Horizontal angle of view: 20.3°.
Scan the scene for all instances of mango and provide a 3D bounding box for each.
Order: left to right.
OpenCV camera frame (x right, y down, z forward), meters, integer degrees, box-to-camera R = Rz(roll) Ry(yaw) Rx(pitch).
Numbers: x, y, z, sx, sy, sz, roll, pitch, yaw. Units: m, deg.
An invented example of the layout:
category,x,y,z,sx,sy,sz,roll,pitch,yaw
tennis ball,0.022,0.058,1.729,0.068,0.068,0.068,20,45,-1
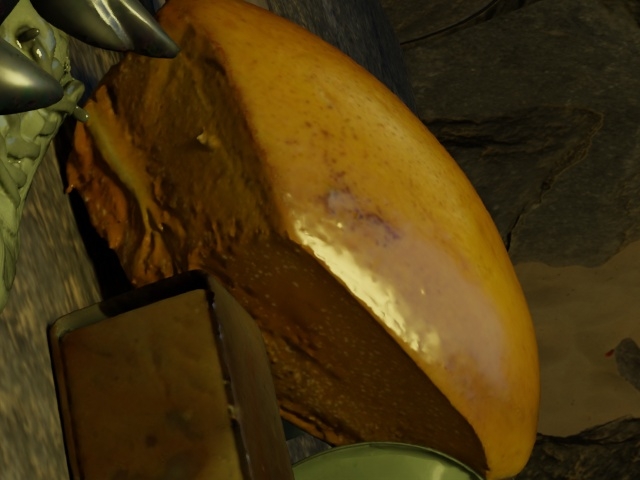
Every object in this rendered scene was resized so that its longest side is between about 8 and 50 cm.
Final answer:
category,x,y,z,sx,sy,sz,roll,pitch,yaw
mango,0.000,0.000,1.042,0.350,0.199,0.201,43,-15,10

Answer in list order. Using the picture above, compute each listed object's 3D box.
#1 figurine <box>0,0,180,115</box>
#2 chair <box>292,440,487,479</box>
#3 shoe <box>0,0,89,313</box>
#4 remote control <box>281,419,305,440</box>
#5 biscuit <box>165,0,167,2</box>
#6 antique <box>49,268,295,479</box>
category,x,y,z,sx,sy,sz,roll,pitch,yaw
figurine,-0.166,-0.108,0.560,0.175,0.197,0.265,65,31,-31
chair,0.048,0.273,0.970,0.190,0.203,0.275,48,26,-36
shoe,-0.154,-0.061,0.803,0.103,0.098,0.275,55,19,-45
remote control,-0.070,-0.007,1.260,0.140,0.056,0.296,57,15,-58
biscuit,-0.056,-0.113,1.321,0.254,0.035,0.254,-24,90,-83
antique,-0.055,0.173,0.882,0.087,0.093,0.310,53,20,-60
